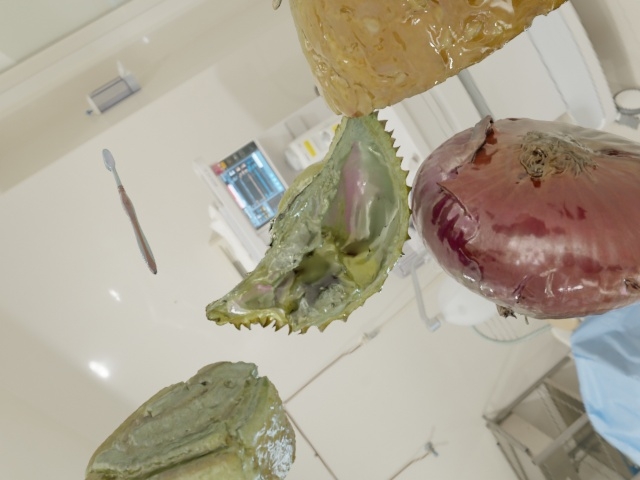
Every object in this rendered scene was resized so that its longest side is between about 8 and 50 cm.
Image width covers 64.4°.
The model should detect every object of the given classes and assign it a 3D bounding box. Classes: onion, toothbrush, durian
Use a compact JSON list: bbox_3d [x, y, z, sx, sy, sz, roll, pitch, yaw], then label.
[{"bbox_3d":[0.293,-0.013,0.698,0.347,0.347,0.285,44,144,45],"label":"onion"},{"bbox_3d":[-0.244,-0.039,0.647,0.193,0.013,0.019,61,146,19],"label":"toothbrush"},{"bbox_3d":[0.000,0.000,0.608,0.172,0.306,0.166,40,175,19],"label":"durian"}]

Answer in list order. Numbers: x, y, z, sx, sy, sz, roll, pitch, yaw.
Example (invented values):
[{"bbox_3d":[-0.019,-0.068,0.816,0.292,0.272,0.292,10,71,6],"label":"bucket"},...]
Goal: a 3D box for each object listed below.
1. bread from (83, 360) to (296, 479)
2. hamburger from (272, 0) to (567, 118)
[{"bbox_3d":[-0.156,0.258,0.595,0.186,0.257,0.124,-123,9,-68],"label":"bread"},{"bbox_3d":[0.071,-0.239,0.278,0.209,0.330,0.162,35,-155,-36],"label":"hamburger"}]
